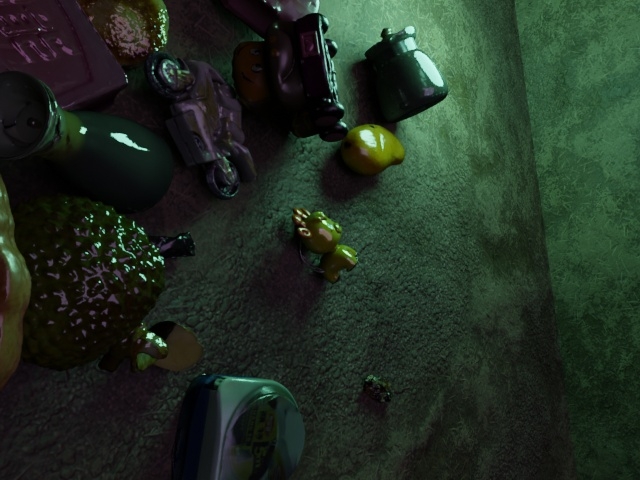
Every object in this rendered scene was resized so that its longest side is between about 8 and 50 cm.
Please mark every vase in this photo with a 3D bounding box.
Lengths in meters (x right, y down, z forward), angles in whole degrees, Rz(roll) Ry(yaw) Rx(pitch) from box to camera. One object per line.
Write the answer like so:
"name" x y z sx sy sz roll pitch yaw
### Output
"vase" -0.380 -0.151 0.771 0.321 0.173 0.174 43 44 -81

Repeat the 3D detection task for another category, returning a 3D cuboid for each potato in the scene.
"potato" -0.299 0.217 0.972 0.096 0.066 0.103 -49 128 -10

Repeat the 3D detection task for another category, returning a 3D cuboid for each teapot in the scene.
"teapot" 0.287 -0.563 1.561 0.305 0.223 0.285 -27 95 -40

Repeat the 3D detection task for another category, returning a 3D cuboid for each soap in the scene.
"soap" -0.534 -0.362 0.802 0.233 0.128 0.360 -46 113 -38
"soap" -0.144 -0.643 1.187 0.324 0.127 0.221 27 67 -25

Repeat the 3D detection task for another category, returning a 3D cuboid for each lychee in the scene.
"lychee" -0.388 0.081 0.774 0.269 0.269 0.320 -14 84 -44

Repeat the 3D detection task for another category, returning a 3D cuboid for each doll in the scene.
"doll" 0.000 0.000 1.265 0.221 0.135 0.143 45 23 -22

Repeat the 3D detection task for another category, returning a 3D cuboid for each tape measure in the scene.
"tape measure" -0.162 0.426 1.017 0.262 0.138 0.260 18 72 -40

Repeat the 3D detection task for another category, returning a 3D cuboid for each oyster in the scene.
"oyster" 0.169 0.439 1.401 0.132 0.029 0.086 8 78 -44

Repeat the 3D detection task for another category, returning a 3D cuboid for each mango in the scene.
"mango" 0.157 -0.274 1.459 0.262 0.108 0.158 -7 78 -49

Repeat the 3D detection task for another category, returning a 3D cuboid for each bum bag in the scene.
"bum bag" -0.321 0.014 1.003 0.124 0.034 0.058 -5 96 -43

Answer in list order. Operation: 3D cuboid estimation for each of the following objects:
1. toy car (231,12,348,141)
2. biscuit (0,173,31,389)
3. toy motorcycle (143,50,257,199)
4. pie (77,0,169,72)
"toy car" -0.067 -0.382 1.181 0.340 0.240 0.272 44 38 -75
"biscuit" -0.559 0.046 0.619 0.078 0.349 0.456 65 21 -83
"toy motorcycle" -0.247 -0.267 1.070 0.223 0.107 0.341 -53 126 -49
"pie" -0.401 -0.451 0.969 0.178 0.084 0.206 28 70 -38
